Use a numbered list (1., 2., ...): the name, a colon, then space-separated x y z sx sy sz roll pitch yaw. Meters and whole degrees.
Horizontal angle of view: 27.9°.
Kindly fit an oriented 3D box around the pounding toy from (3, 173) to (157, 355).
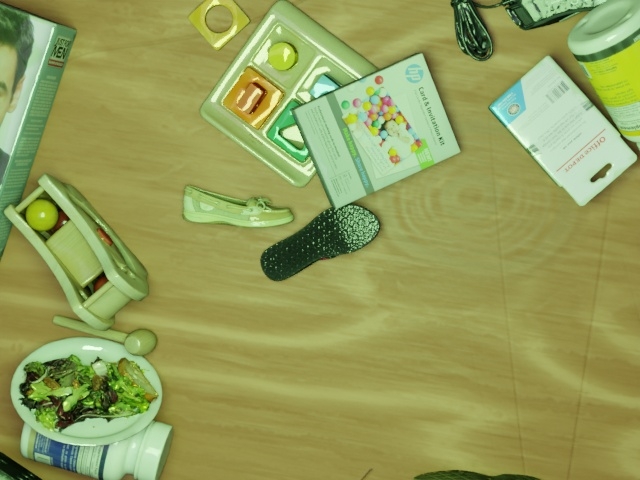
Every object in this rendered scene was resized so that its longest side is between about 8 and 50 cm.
1. pounding toy: -0.329 0.059 1.718 0.155 0.154 0.269 -41 90 6

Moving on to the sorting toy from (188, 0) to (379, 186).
1. sorting toy: -0.042 -0.198 1.730 0.348 0.047 0.196 37 96 1

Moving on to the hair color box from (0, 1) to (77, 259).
1. hair color box: -0.484 -0.142 1.735 0.185 0.113 0.374 20 95 3

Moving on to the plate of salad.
1. plate of salad: -0.310 0.192 1.714 0.200 0.199 0.048 16 129 3

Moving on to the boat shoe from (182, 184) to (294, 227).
1. boat shoe: -0.112 -0.046 1.744 0.153 0.056 0.048 5 99 11

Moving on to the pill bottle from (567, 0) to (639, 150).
1. pill bottle: 0.414 -0.201 1.638 0.119 0.119 0.208 -35 112 6

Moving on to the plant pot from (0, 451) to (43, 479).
1. plant pot: -0.447 0.390 1.747 0.187 0.188 0.167 33 85 1

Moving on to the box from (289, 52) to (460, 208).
1. box: 0.073 -0.145 1.699 0.186 0.038 0.145 -24 103 -8

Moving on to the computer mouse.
1. computer mouse: 0.281 -0.365 1.690 0.262 0.060 0.184 -22 97 17

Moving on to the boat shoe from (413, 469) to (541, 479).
1. boat shoe: 0.214 0.348 1.745 0.178 0.064 0.060 4 93 1

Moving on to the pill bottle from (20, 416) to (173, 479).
1. pill bottle: -0.302 0.267 1.753 0.187 0.112 0.112 15 95 2

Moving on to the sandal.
1. sandal: 0.000 0.000 1.751 0.179 0.040 0.067 -25 87 20

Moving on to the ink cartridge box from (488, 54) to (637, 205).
1. ink cartridge box: 0.319 -0.143 1.700 0.104 0.060 0.180 -41 90 5
